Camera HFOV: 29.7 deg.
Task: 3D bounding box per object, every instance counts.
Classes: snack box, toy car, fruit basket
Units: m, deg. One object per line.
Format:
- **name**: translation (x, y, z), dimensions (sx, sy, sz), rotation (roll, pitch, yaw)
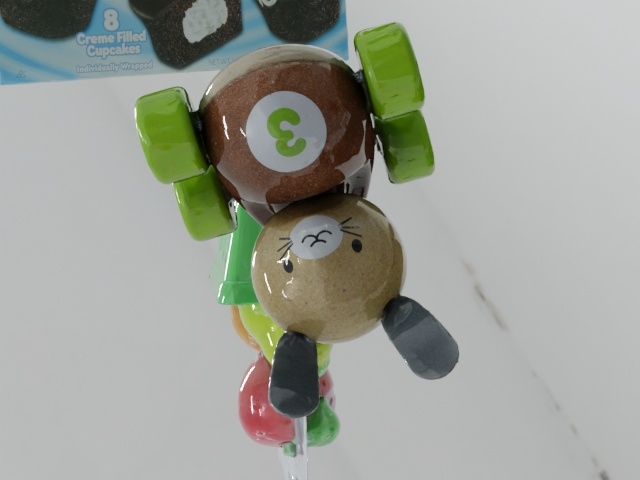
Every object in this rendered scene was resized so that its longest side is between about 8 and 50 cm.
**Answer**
- **snack box**: translation (-0.129, -0.233, 1.010), dimensions (0.322, 0.060, 0.187), rotation (-9, -79, -30)
- **toy car**: translation (0.000, 0.000, 0.667), dimensions (0.149, 0.155, 0.188), rotation (69, -175, -63)
- **fruit basket**: translation (-0.025, 0.115, 1.311), dimensions (0.165, 0.327, 0.353), rotation (-8, -85, -7)
